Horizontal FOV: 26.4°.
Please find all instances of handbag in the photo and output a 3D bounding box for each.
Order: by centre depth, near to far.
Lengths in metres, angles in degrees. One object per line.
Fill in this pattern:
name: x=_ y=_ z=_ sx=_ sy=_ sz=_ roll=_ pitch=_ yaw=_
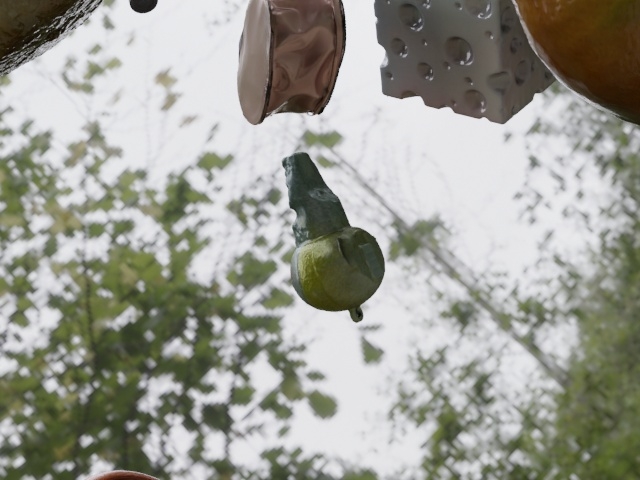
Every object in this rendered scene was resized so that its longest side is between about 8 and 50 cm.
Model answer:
handbag: x=-0.045 y=-0.268 z=1.966 sx=0.117 sy=0.179 sz=0.205 roll=0 pitch=-62 yaw=-20

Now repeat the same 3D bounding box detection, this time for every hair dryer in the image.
hair dryer: x=-0.191 y=-0.321 z=1.730 sx=0.114 sy=0.063 sz=0.037 roll=-3 pitch=-41 yaw=-18

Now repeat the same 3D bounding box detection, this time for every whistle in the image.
whistle: x=0.000 y=0.000 z=1.680 sx=0.123 sy=0.223 sz=0.123 roll=-23 pitch=-2 yaw=-1

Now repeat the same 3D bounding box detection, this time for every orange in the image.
orange: x=0.304 y=-0.220 z=1.173 sx=0.274 sy=0.310 sz=0.274 roll=-37 pitch=5 yaw=4

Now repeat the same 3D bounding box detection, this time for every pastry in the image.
pastry: x=-0.279 y=-0.227 z=1.285 sx=0.192 sy=0.093 sz=0.182 roll=-37 pitch=4 yaw=-32

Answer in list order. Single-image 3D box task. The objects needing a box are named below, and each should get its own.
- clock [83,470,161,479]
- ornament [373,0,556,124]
clock: x=-0.205 y=0.349 z=1.558 sx=0.205 sy=0.205 sz=0.051 roll=-3 pitch=-46 yaw=-47
ornament: x=0.251 y=-0.363 z=2.198 sx=0.239 sy=0.240 sz=0.239 roll=-39 pitch=-45 yaw=-39
